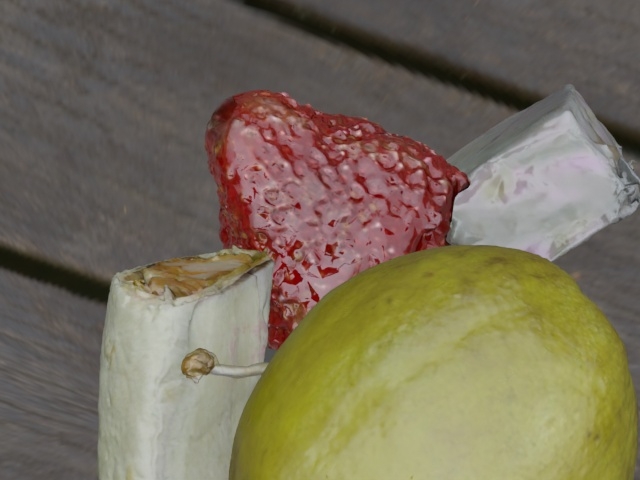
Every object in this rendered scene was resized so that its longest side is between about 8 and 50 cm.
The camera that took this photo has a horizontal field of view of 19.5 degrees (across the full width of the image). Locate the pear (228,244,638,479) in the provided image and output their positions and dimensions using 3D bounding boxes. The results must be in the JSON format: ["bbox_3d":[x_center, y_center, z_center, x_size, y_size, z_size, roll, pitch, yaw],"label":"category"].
[{"bbox_3d":[0.048,0.081,0.730,0.162,0.149,0.149,-41,89,-6],"label":"pear"}]

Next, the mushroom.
[{"bbox_3d":[0.019,0.083,1.219,0.026,0.286,0.028,-55,52,28],"label":"mushroom"}]

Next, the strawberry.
[{"bbox_3d":[0.001,-0.004,1.675,0.257,0.261,0.261,13,83,-10],"label":"strawberry"}]

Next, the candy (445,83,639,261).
[{"bbox_3d":[0.225,-0.058,1.926,0.195,0.185,0.137,-34,100,15],"label":"candy"}]

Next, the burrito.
[{"bbox_3d":[-0.106,0.136,1.381,0.105,0.143,0.299,-2,76,31],"label":"burrito"}]
